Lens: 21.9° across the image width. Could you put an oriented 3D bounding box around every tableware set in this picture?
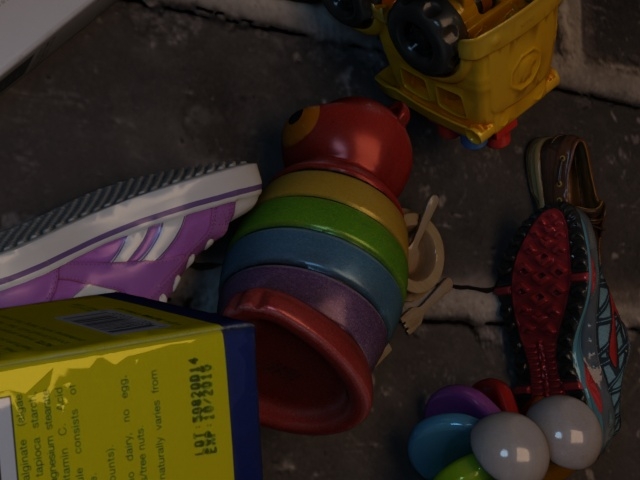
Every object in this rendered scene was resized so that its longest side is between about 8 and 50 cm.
[{"bbox_3d":[0.056,0.041,1.497,0.194,0.039,0.128,-43,112,-38],"label":"tableware set"}]

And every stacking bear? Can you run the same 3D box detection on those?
[{"bbox_3d":[0.000,0.000,1.378,0.164,0.175,0.289,34,52,-22],"label":"stacking bear"}]

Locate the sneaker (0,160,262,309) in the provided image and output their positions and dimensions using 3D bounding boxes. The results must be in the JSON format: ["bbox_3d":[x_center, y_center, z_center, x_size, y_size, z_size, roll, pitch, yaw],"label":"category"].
[{"bbox_3d":[-0.151,0.042,1.275,0.282,0.102,0.161,-25,104,-31],"label":"sneaker"}]

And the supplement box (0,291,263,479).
[{"bbox_3d":[-0.234,0.158,1.053,0.357,0.195,0.194,-7,99,-34],"label":"supplement box"}]

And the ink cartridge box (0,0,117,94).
[{"bbox_3d":[-0.266,-0.244,1.234,0.239,0.060,0.275,43,54,0],"label":"ink cartridge box"}]

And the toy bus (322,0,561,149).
[{"bbox_3d":[0.110,-0.180,1.504,0.149,0.220,0.211,-38,141,-26],"label":"toy bus"}]

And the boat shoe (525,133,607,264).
[{"bbox_3d":[0.256,-0.021,1.676,0.064,0.060,0.178,-14,94,-43],"label":"boat shoe"}]

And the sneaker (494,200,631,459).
[{"bbox_3d":[0.247,0.090,1.642,0.125,0.104,0.261,-9,98,-53],"label":"sneaker"}]

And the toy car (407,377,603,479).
[{"bbox_3d":[0.153,0.189,1.511,0.182,0.159,0.136,-10,56,-43],"label":"toy car"}]
